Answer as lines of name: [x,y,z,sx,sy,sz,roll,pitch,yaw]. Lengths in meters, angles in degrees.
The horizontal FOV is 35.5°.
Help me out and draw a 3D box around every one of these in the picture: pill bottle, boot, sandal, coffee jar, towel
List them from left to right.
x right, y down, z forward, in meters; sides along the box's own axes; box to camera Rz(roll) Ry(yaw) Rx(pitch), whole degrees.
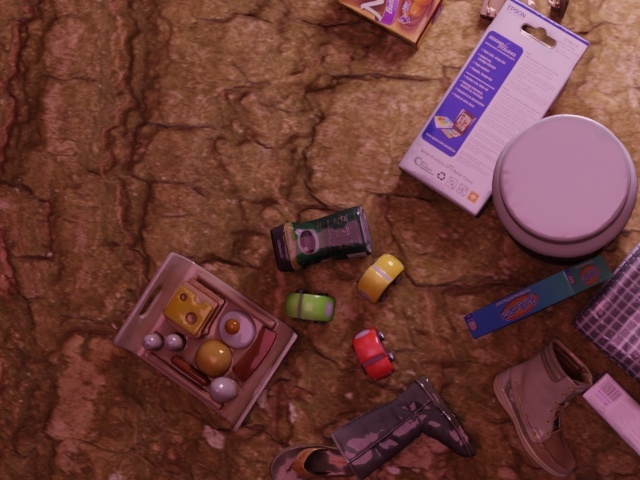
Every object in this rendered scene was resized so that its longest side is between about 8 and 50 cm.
sandal: [-0.011,0.418,1.872,0.180,0.049,0.072,-6,84,13]
coffee jar: [0.000,0.000,1.887,0.184,0.079,0.096,-12,85,11]
boot: [0.150,0.368,1.812,0.208,0.076,0.189,-35,64,-7]
boot: [0.411,0.292,1.735,0.165,0.077,0.213,-43,72,40]
pill bottle: [0.398,-0.077,1.638,0.224,0.392,0.224,-1,86,13]
towel: [0.608,0.113,1.714,0.235,0.121,0.283,41,95,12]

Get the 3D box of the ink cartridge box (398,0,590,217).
ink cartridge box: [0.316,-0.240,1.831,0.176,0.069,0.371,35,99,14]

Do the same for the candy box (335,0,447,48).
candy box: [0.132,-0.458,1.907,0.187,0.053,0.109,31,94,15]

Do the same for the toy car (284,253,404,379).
toy car: [0.037,0.134,1.881,0.225,0.053,0.239,6,87,13]

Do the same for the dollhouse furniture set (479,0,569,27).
dollhouse furniture set: [0.379,-0.470,1.813,0.151,0.123,0.144,18,90,14]

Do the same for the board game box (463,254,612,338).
board game box: [0.372,0.097,1.710,0.210,0.160,0.047,-32,78,38]

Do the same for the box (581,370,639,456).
box: [0.586,0.364,1.728,0.067,0.063,0.324,-46,77,8]

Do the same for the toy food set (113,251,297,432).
toy food set: [-0.223,0.192,1.918,0.306,0.092,0.219,33,94,13]
